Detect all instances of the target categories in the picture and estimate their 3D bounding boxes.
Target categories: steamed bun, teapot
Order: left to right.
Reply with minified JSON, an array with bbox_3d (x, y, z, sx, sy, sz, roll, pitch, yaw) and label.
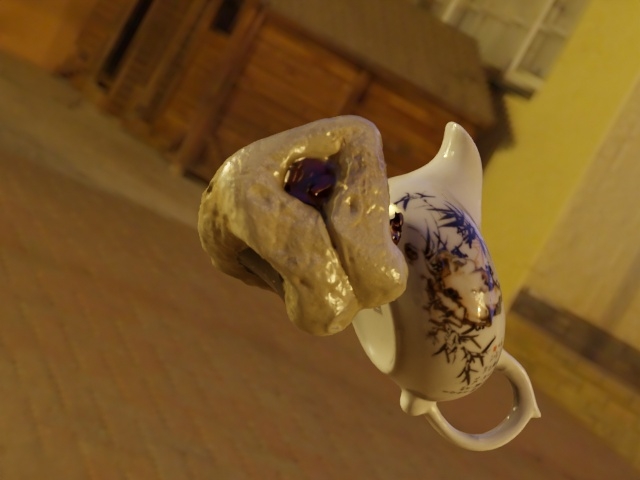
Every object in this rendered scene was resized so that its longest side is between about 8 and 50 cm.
[{"bbox_3d":[0.000,0.000,1.306,0.155,0.172,0.141,59,-13,25],"label":"steamed bun"},{"bbox_3d":[0.111,0.058,1.466,0.208,0.166,0.299,7,-57,61],"label":"teapot"}]
